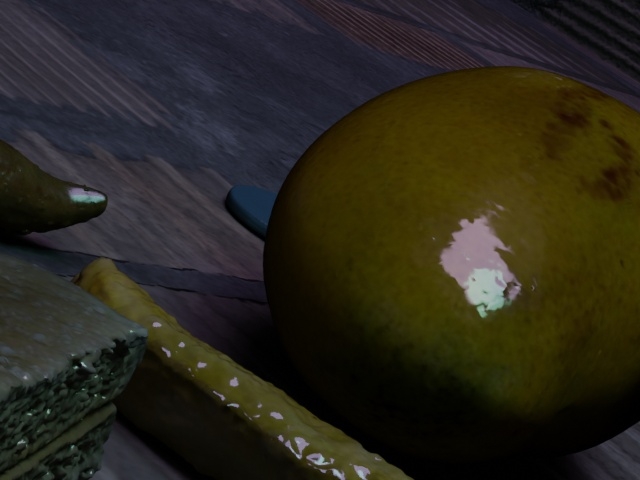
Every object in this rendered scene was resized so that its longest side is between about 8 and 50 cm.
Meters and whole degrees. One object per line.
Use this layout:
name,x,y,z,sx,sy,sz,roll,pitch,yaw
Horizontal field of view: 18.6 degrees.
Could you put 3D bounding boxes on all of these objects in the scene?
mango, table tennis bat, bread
mango,0.100,0.019,1.181,0.264,0.221,0.378,34,24,12
table tennis bat,0.000,0.000,1.442,0.155,0.019,0.100,29,15,9
bread,-0.193,0.057,0.751,0.183,0.102,0.337,30,14,8

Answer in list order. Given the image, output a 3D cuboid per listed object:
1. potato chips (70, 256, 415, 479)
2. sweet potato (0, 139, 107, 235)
potato chips,0.015,0.128,0.966,0.407,0.057,0.080,33,19,17
sweet potato,-0.242,-0.048,1.090,0.274,0.067,0.067,17,19,-35
